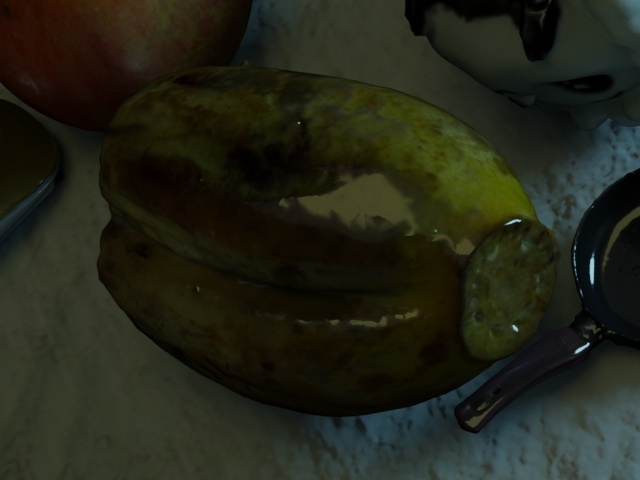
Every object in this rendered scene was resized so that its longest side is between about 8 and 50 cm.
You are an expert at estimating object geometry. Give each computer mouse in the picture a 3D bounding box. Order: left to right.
[{"bbox_3d":[-0.286,-0.002,1.211,0.245,0.056,0.126,-44,55,-6],"label":"computer mouse"}]

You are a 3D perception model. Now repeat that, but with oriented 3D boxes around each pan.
[{"bbox_3d":[0.162,0.043,0.991,0.212,0.040,0.115,-40,55,-8],"label":"pan"}]

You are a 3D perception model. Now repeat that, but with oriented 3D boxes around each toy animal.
[{"bbox_3d":[0.163,-0.161,1.041,0.208,0.156,0.204,19,74,49],"label":"toy animal"}]

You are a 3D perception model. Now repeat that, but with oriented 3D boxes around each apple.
[{"bbox_3d":[-0.144,-0.181,1.181,0.209,0.164,0.209,-10,60,17],"label":"apple"}]

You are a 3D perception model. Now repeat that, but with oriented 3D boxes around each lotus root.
[{"bbox_3d":[-0.005,0.006,1.003,0.291,0.193,0.193,12,68,33],"label":"lotus root"}]
